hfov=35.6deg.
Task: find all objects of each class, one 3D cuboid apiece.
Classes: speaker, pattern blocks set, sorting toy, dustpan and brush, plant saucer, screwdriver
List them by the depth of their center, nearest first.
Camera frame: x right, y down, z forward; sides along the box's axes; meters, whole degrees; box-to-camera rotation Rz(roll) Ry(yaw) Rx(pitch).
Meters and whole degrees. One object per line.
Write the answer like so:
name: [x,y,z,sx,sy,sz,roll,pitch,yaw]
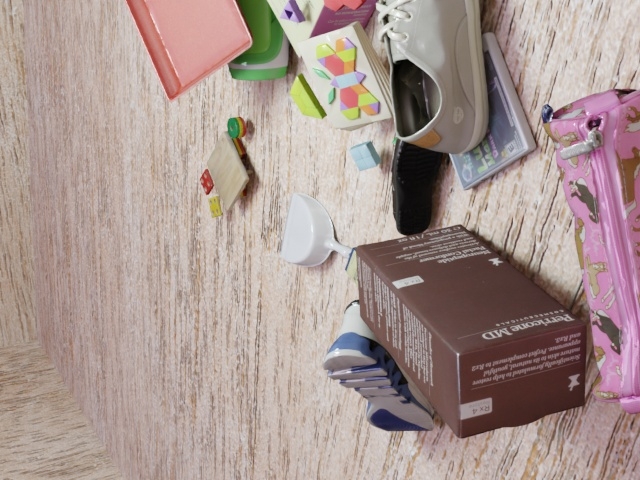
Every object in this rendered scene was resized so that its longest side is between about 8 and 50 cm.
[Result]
screwdriver: [0.370,0.038,1.396,0.025,0.024,0.170,30,133,15]
pattern blocks set: [0.048,-0.274,1.678,0.325,0.026,0.285,54,141,-7]
plant saucer: [-0.251,-0.437,1.933,0.258,0.048,0.259,-26,85,39]
speaker: [-0.127,-0.467,1.942,0.131,0.131,0.296,23,119,54]
dustpan and brush: [0.000,0.000,1.975,0.211,0.060,0.147,34,116,58]
sorting toy: [-0.199,-0.154,2.248,0.132,0.046,0.274,65,147,21]

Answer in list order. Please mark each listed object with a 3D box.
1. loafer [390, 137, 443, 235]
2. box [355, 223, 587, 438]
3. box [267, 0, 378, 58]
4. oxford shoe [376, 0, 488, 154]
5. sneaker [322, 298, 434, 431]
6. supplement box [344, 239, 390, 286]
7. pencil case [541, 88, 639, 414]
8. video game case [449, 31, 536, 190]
loafer: [0.146,-0.114,1.649,0.078,0.080,0.220,-113,24,-53]
box: [0.202,0.115,1.444,0.381,0.191,0.143,-131,33,-60]
box: [0.006,-0.479,1.724,0.213,0.117,0.243,62,147,25]
oxford shoe: [0.145,-0.344,1.477,0.169,0.130,0.449,1,102,63]
sneaker: [0.119,0.197,1.719,0.127,0.315,0.182,-5,53,27]
supplement box: [0.104,0.052,1.780,0.083,0.083,0.056,53,141,35]
pencil case: [0.379,0.008,1.220,0.160,0.167,0.386,-177,74,-71]
video game case: [0.240,-0.194,1.528,0.173,0.022,0.190,-35,70,58]
